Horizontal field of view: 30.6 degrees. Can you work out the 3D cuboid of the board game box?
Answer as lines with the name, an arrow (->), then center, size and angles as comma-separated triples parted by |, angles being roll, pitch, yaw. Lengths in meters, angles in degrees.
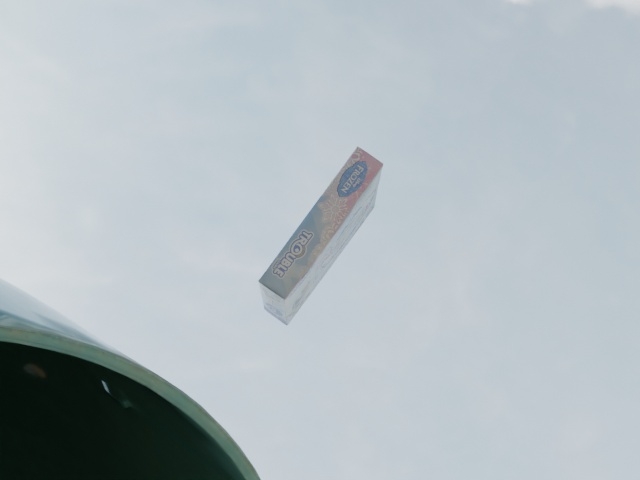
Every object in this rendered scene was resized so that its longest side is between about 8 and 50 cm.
board game box -> 0.000, 0.000, 0.649 | 0.090, 0.020, 0.090 | -54, -6, -11

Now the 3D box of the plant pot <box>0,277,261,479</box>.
plant pot -> -0.192, 0.125, 0.434 | 0.293, 0.235, 0.293 | -13, -65, -29
